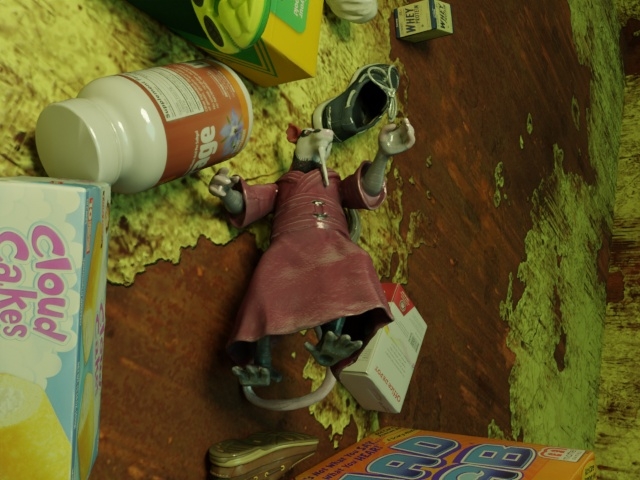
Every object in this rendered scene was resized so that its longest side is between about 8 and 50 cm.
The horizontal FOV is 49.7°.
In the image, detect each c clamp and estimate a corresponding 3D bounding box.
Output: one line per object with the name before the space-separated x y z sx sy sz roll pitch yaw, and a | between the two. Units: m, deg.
c clamp | 0.021 -0.020 1.068 0.160 0.022 0.137 -50 130 -47

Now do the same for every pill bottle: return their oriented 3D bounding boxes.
pill bottle | -0.180 -0.118 0.731 0.216 0.121 0.121 -32 113 -50

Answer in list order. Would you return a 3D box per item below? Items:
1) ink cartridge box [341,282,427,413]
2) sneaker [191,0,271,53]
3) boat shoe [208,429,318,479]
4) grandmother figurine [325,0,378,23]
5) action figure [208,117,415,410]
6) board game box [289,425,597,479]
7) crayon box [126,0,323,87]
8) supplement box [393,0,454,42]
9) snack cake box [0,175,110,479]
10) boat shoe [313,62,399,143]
ink cartridge box | 0.100 0.176 1.142 0.127 0.072 0.175 55 46 -37
sneaker | -0.065 -0.342 0.739 0.124 0.109 0.295 11 81 -50
boat shoe | -0.073 0.288 0.905 0.178 0.064 0.060 3 90 -48
grandmother figurine | 0.054 -0.515 1.113 0.208 0.104 0.342 10 77 -45
action figure | 0.000 0.000 0.896 0.275 0.248 0.370 81 8 -54
board game box | 0.170 0.501 0.971 0.356 0.357 0.356 -6 93 -55
crayon box | -0.113 -0.424 0.862 0.313 0.106 0.362 23 70 -53
supplement box | 0.197 -0.416 1.314 0.083 0.083 0.056 -11 96 -53
snack cake box | -0.232 0.081 0.573 0.152 0.089 0.264 -142 -123 -80
boat shoe | 0.080 -0.234 1.140 0.254 0.079 0.095 -40 119 -48
